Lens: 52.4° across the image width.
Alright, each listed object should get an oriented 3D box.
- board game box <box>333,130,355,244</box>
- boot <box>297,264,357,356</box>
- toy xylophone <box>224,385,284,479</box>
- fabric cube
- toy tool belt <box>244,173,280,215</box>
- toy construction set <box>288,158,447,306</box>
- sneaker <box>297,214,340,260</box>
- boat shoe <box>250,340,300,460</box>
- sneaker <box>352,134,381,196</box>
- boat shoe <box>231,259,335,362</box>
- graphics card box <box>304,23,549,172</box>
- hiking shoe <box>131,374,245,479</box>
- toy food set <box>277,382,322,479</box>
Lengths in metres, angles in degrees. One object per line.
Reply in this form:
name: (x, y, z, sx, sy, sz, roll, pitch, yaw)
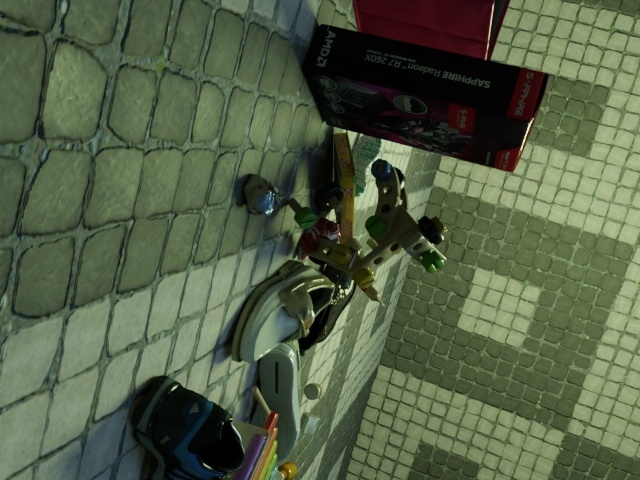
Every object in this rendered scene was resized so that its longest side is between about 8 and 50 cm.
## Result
board game box: (0.050, -0.108, 1.375, 0.260, 0.039, 0.124, 93, -9, -53)
boot: (0.019, 0.140, 1.498, 0.229, 0.091, 0.263, 62, 49, -82)
toy xylophone: (-0.124, 0.411, 1.213, 0.323, 0.081, 0.236, 78, 32, -64)
fabric cube: (0.222, -0.497, 1.198, 0.259, 0.258, 0.254, 56, 53, -72)
toy tool belt: (-0.085, -0.061, 0.989, 0.083, 0.051, 0.052, 88, 25, -55)
toy construction set: (0.118, 0.030, 1.262, 0.257, 0.237, 0.309, -31, 146, -15)
sneaker: (0.000, 0.000, 1.355, 0.042, 0.067, 0.119, 88, 24, -54)
boat shoe: (-0.080, 0.337, 1.395, 0.094, 0.109, 0.303, -50, 152, -60)
sneaker: (0.095, -0.179, 1.546, 0.076, 0.064, 0.167, 129, -16, -83)
boat shoe: (-0.061, 0.130, 1.208, 0.302, 0.103, 0.113, -51, 154, -55)
graphics card box: (0.173, -0.235, 1.103, 0.233, 0.370, 0.094, 54, 55, -74)
hiking shoe: (-0.172, 0.317, 0.931, 0.304, 0.132, 0.113, 83, 30, -50)
toy food set: (-0.075, 0.438, 1.518, 0.104, 0.111, 0.232, 44, 68, -75)
